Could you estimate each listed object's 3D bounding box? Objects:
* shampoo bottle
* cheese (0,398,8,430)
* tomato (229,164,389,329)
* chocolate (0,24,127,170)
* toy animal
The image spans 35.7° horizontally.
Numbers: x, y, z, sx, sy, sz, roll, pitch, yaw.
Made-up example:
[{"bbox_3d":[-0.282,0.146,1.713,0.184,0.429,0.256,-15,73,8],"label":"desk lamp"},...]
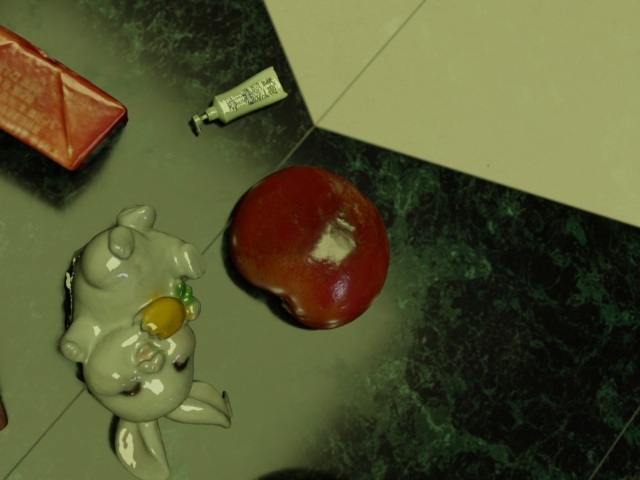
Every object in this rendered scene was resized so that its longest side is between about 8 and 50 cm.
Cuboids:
[{"bbox_3d":[-0.118,-0.195,1.391,0.141,0.034,0.049,-27,99,-17],"label":"shampoo bottle"},{"bbox_3d":[-0.463,0.156,1.179,0.128,0.177,0.203,-17,89,-17],"label":"cheese"},{"bbox_3d":[0.000,0.000,1.351,0.233,0.139,0.200,34,70,-10],"label":"tomato"},{"bbox_3d":[-0.358,-0.179,1.219,0.235,0.237,0.108,31,87,-12],"label":"chocolate"},{"bbox_3d":[-0.225,0.129,1.271,0.208,0.154,0.325,-35,116,-37],"label":"toy animal"}]
